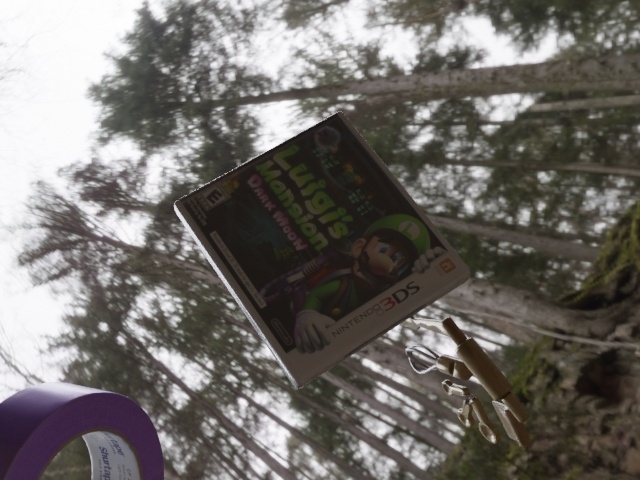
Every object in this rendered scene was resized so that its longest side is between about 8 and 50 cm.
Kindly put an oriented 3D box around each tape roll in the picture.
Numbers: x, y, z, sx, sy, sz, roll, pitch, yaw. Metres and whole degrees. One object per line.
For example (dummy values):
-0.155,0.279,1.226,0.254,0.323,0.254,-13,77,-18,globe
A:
-0.310,0.312,1.061,0.275,0.090,0.275,-14,-73,-58,tape roll

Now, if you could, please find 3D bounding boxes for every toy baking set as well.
0.184,0.184,1.210,0.030,0.197,0.256,-32,-102,-22,toy baking set

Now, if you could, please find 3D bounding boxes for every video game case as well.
0.000,0.000,0.738,0.173,0.022,0.190,-31,-111,-16,video game case
